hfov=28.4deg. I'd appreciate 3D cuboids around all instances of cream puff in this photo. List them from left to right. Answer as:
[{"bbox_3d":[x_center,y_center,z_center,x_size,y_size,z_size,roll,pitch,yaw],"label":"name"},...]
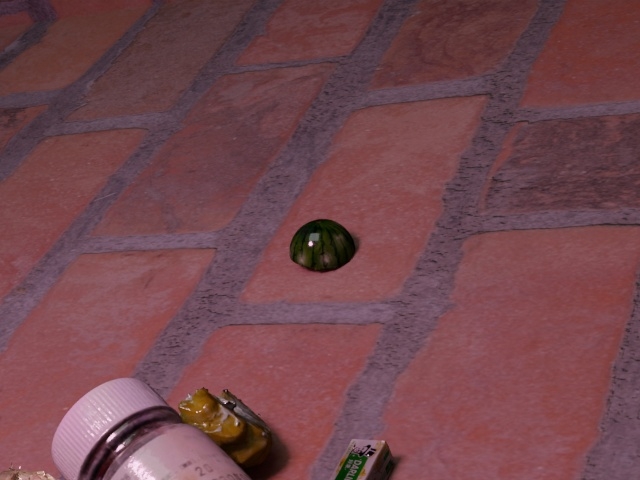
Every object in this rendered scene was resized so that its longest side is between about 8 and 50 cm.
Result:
[{"bbox_3d":[-0.144,0.260,1.625,0.156,0.121,0.156,-34,-12,-8],"label":"cream puff"}]

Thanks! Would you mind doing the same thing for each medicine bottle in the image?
[{"bbox_3d":[-0.177,0.296,1.461,0.165,0.165,0.273,-36,54,-25],"label":"medicine bottle"}]

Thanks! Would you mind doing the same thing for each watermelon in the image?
[{"bbox_3d":[0.000,0.000,2.000,0.105,0.062,0.105,-8,28,4],"label":"watermelon"}]

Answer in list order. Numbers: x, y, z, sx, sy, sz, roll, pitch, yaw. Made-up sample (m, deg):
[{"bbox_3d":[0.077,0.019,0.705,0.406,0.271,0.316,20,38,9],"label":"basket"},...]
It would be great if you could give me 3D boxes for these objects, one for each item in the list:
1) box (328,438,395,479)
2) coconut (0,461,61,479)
[{"bbox_3d":[0.026,0.318,1.499,0.050,0.041,0.207,-3,34,32],"label":"box"},{"bbox_3d":[-0.345,0.378,1.494,0.194,0.194,0.194,-15,31,9],"label":"coconut"}]
